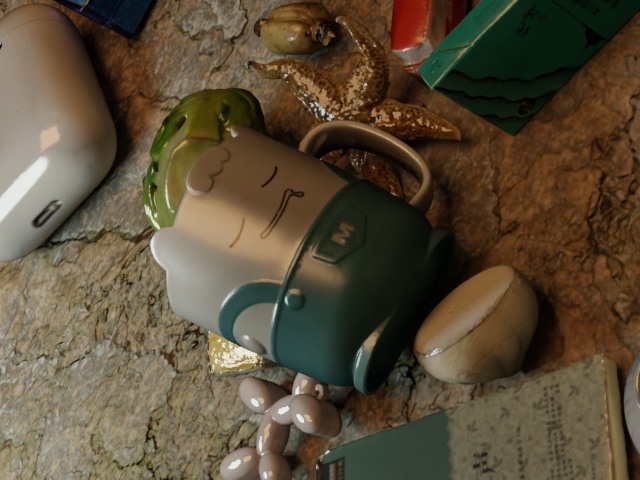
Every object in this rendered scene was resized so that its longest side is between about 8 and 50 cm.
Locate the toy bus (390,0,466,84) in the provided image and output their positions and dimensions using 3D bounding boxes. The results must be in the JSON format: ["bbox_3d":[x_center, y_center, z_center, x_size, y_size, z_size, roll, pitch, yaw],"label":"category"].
[{"bbox_3d":[0.125,-0.270,1.710,0.079,0.077,0.174,-11,64,40],"label":"toy bus"}]

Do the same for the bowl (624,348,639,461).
[{"bbox_3d":[0.334,0.133,1.325,0.189,0.086,0.189,-20,58,36],"label":"bowl"}]

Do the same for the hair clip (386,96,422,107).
[{"bbox_3d":[0.063,-0.148,1.752,0.137,0.022,0.054,14,83,37],"label":"hair clip"}]

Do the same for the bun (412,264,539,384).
[{"bbox_3d":[0.168,0.097,1.499,0.138,0.094,0.138,-41,13,12],"label":"bun"}]

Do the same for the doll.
[{"bbox_3d":[-0.039,0.203,1.654,0.160,0.059,0.161,-1,70,53],"label":"doll"}]

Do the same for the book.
[{"bbox_3d":[0.142,0.286,1.470,0.379,0.031,0.264,-25,54,36],"label":"book"}]

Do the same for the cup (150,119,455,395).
[{"bbox_3d":[0.000,0.000,1.590,0.257,0.219,0.290,25,64,19],"label":"cup"}]

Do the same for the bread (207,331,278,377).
[{"bbox_3d":[-0.079,0.096,1.741,0.106,0.082,0.125,-19,69,49],"label":"bread"}]

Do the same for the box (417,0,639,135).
[{"bbox_3d":[0.227,-0.219,1.530,0.226,0.161,0.042,-45,51,18],"label":"box"}]

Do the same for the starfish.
[{"bbox_3d":[0.033,-0.131,1.702,0.277,0.062,0.236,20,104,18],"label":"starfish"}]

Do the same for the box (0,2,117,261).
[{"bbox_3d":[-0.432,-0.158,2.144,0.288,0.141,0.349,-44,47,22],"label":"box"}]

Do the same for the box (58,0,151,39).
[{"bbox_3d":[-0.321,-0.463,2.193,0.279,0.116,0.261,31,93,47],"label":"box"}]

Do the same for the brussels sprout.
[{"bbox_3d":[-0.127,-0.087,1.789,0.223,0.161,0.223,-162,90,-78],"label":"brussels sprout"}]

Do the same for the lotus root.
[{"bbox_3d":[-0.026,-0.263,1.862,0.072,0.063,0.152,-46,32,-20],"label":"lotus root"}]
